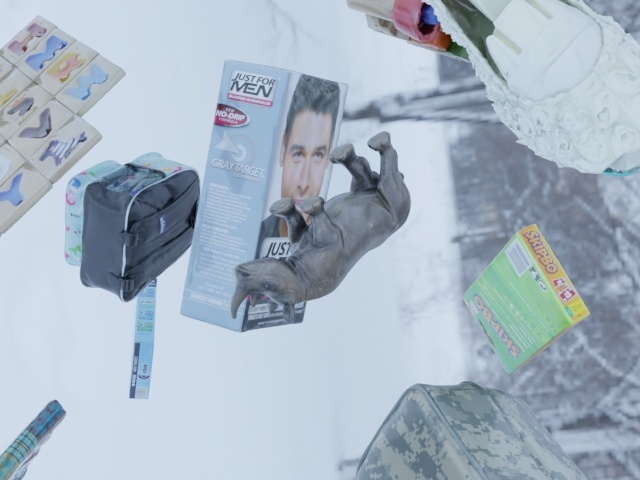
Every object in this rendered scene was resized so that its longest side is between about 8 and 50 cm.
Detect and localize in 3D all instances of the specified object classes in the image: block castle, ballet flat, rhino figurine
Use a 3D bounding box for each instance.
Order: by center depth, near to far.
[{"bbox_3d":[0.190,-0.204,1.135,0.409,0.147,0.147,-123,-166,-49],"label":"ballet flat"},{"bbox_3d":[0.000,0.000,1.177,0.073,0.243,0.106,17,-36,54],"label":"rhino figurine"},{"bbox_3d":[0.267,-0.458,1.971,0.453,0.213,0.303,2,109,-57],"label":"block castle"}]

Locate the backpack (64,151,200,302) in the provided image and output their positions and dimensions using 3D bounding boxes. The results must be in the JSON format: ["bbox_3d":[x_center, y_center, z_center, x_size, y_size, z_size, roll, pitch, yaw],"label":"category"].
[{"bbox_3d":[-0.325,-0.038,2.038,0.253,0.191,0.225,-35,142,-49],"label":"backpack"}]

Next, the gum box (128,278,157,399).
[{"bbox_3d":[-0.347,0.190,2.267,0.184,0.041,0.157,-98,-164,-50],"label":"gum box"}]

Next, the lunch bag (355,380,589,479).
[{"bbox_3d":[0.229,0.331,1.407,0.305,0.256,0.212,54,-51,41],"label":"lunch bag"}]

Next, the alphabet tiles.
[{"bbox_3d":[-0.324,-0.086,1.060,0.342,0.285,0.011,35,-12,52],"label":"alphabet tiles"}]

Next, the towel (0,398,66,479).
[{"bbox_3d":[-0.444,0.366,1.355,0.370,0.040,0.271,-52,-177,-35],"label":"towel"}]

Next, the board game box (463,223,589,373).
[{"bbox_3d":[0.248,0.080,1.444,0.124,0.039,0.259,61,-19,14],"label":"board game box"}]

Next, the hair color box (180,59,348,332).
[{"bbox_3d":[-0.080,-0.064,1.699,0.185,0.114,0.374,-2,104,-62],"label":"hair color box"}]
